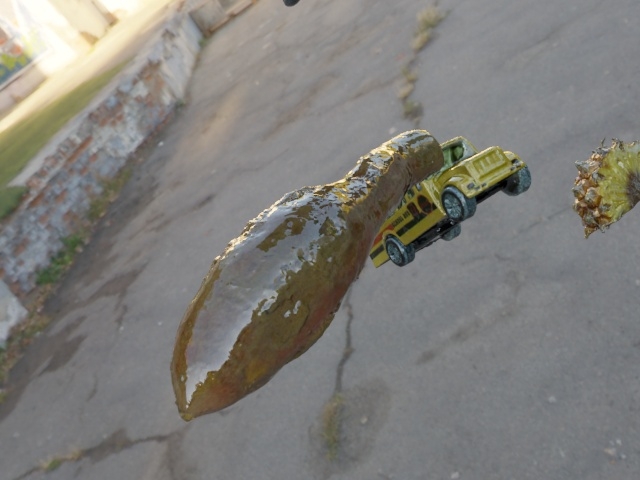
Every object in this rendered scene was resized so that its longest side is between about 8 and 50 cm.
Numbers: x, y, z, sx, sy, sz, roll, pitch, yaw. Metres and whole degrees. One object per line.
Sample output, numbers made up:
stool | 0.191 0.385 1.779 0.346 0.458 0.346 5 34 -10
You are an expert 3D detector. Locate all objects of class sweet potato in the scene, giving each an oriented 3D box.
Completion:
sweet potato | 0.000 0.000 0.621 0.109 0.109 0.385 -2 37 49

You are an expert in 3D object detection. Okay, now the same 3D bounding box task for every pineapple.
pineapple | 0.533 -0.119 1.303 0.233 0.135 0.079 -40 4 -27

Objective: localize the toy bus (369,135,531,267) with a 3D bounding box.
toy bus | 0.162 -0.056 1.037 0.121 0.123 0.335 -27 -8 -22

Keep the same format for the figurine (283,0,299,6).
figurine | -0.017 -0.451 0.909 0.140 0.265 0.193 -24 22 -11
